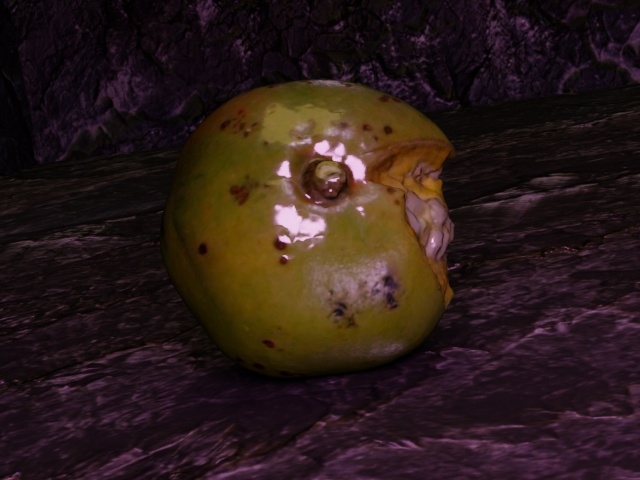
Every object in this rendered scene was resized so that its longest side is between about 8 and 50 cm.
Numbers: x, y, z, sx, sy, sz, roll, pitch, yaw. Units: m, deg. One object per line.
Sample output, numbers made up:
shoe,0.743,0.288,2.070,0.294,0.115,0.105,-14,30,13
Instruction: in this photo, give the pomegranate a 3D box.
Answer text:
pomegranate,0.000,0.000,1.074,0.236,0.235,0.302,-8,-14,5
